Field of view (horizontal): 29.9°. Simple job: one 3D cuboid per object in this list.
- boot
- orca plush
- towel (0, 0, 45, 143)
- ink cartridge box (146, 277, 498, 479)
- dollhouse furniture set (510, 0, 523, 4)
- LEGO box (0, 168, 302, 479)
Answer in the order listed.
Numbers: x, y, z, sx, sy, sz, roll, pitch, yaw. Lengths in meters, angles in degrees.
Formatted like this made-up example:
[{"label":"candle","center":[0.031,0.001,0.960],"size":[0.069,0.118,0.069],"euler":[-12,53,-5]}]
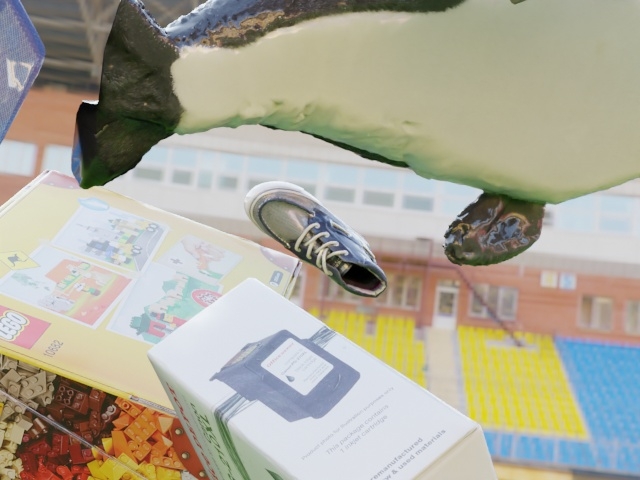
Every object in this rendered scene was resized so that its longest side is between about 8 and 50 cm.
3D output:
[{"label":"boot","center":[0.000,0.000,1.376],"size":[0.190,0.069,0.086],"euler":[27,17,-36]},{"label":"orca plush","center":[0.033,-0.068,0.501],"size":[0.287,0.151,0.102],"euler":[-16,29,-21]},{"label":"towel","center":[-0.178,-0.001,0.376],"size":[0.034,0.285,0.209],"euler":[14,-22,11]},{"label":"ink cartridge box","center":[0.008,0.151,0.779],"size":[0.237,0.100,0.172],"euler":[30,-32,48]},{"label":"dollhouse furniture set","center":[0.098,-0.158,0.439],"size":[0.355,0.303,0.174],"euler":[-32,11,-21]},{"label":"LEGO box","center":[-0.254,0.127,1.403],"size":[0.372,0.193,0.500],"euler":[20,21,1]}]
